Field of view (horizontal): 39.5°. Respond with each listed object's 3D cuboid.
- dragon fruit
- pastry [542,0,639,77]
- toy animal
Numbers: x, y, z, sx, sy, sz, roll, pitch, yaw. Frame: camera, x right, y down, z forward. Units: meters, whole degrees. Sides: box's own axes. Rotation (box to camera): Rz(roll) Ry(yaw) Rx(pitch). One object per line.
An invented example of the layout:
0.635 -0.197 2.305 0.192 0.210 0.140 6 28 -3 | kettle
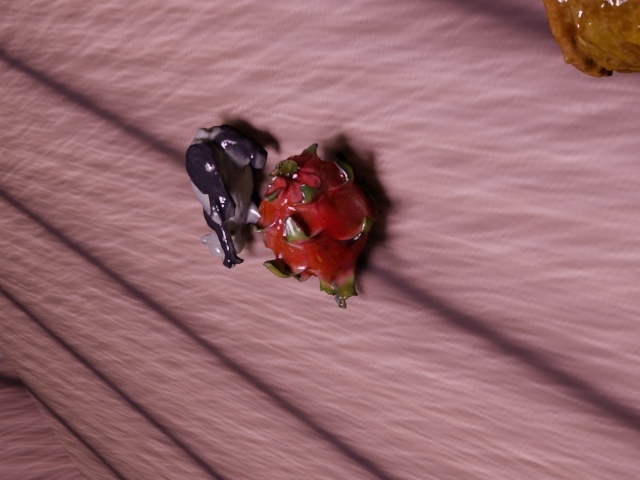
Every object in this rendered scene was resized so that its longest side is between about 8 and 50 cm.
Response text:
0.002 0.002 1.036 0.135 0.137 0.236 -2 123 11 | dragon fruit
0.219 -0.196 0.571 0.103 0.188 0.189 14 127 40 | pastry
-0.124 -0.050 1.188 0.121 0.093 0.225 43 153 37 | toy animal
